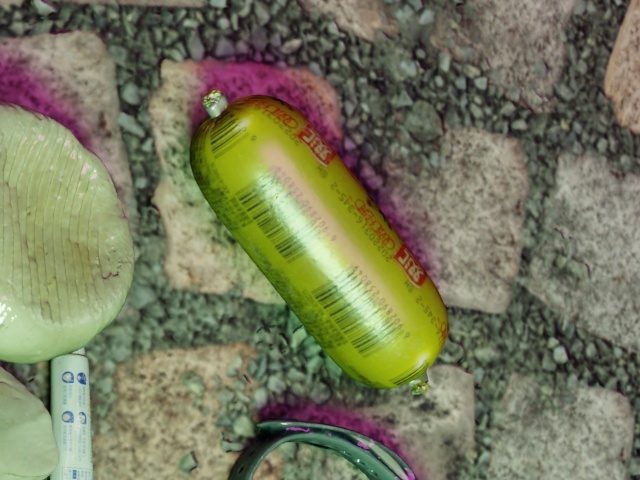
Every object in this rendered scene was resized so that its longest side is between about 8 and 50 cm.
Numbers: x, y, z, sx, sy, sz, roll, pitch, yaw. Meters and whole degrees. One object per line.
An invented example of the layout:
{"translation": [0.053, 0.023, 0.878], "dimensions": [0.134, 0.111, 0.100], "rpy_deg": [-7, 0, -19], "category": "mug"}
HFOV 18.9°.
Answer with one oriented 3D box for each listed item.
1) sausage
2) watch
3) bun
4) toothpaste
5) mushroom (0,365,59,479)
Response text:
{"translation": [0.000, 0.000, 1.764], "dimensions": [0.123, 0.123, 0.347], "rpy_deg": [-45, 106, -27], "category": "sausage"}
{"translation": [0.010, 0.262, 1.766], "dimensions": [0.206, 0.068, 0.193], "rpy_deg": [6, 80, -28], "category": "watch"}
{"translation": [-0.262, 0.002, 1.604], "dimensions": [0.231, 0.133, 0.231], "rpy_deg": [30, 48, -41], "category": "bun"}
{"translation": [-0.214, 0.185, 1.645], "dimensions": [0.052, 0.033, 0.218], "rpy_deg": [9, 68, -34], "category": "toothpaste"}
{"translation": [-0.373, 0.130, 1.527], "dimensions": [0.350, 0.128, 0.128], "rpy_deg": [11, 77, -25], "category": "mushroom"}
